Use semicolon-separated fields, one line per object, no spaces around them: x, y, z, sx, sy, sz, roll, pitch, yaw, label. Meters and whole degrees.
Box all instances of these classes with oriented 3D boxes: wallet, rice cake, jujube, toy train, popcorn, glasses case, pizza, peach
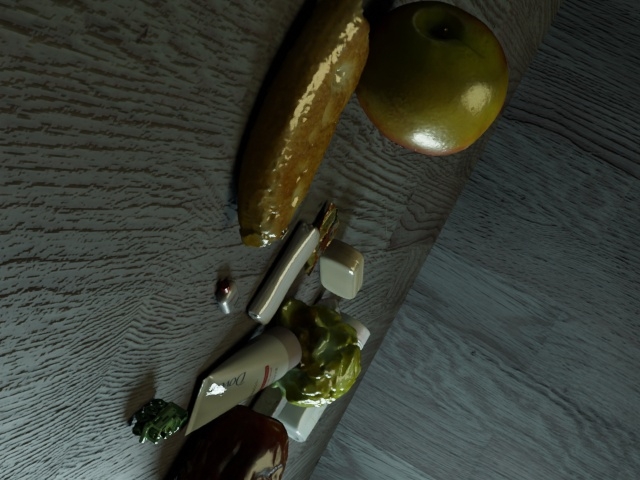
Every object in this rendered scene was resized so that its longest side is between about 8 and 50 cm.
-0.059;0.054;1.702;0.190;0.033;0.095;-59;170;-11;wallet
-0.063;0.271;2.122;0.365;0.056;0.072;-57;167;-18;rice cake
-0.163;0.410;1.786;0.183;0.183;0.243;62;50;-76;jujube
-0.225;0.252;1.411;0.033;0.053;0.083;-66;168;26;toy train
-0.024;0.202;1.885;0.198;0.198;0.212;-54;143;-31;popcorn
0.041;0.058;2.007;0.050;0.083;0.196;-57;169;-18;glasses case
-0.023;-0.151;1.281;0.182;0.074;0.365;-40;156;-55;pizza
0.161;-0.236;1.488;0.231;0.231;0.231;-57;167;-20;peach

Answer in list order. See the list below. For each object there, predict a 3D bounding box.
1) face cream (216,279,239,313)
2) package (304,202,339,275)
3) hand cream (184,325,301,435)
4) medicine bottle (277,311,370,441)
-0.134;0.078;1.468;0.040;0.021;0.083;-57;168;-19;face cream
0.000;-0.001;1.822;0.108;0.031;0.120;-57;168;-17;package
-0.132;0.225;1.712;0.248;0.083;0.133;-33;149;-47;hand cream
-0.005;0.309;2.333;0.296;0.111;0.161;-56;168;-16;medicine bottle
